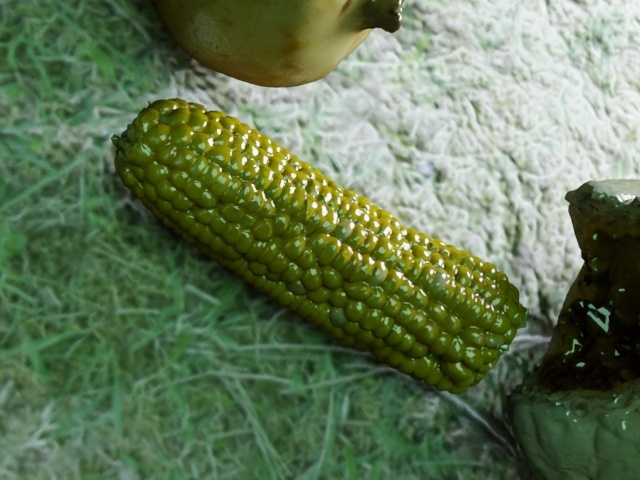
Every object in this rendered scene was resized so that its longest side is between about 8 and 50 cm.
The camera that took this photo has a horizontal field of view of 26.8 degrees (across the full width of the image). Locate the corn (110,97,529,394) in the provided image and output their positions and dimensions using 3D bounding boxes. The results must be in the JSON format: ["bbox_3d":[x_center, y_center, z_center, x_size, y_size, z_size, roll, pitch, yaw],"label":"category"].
[{"bbox_3d":[-0.002,0.004,0.908,0.313,0.102,0.102,30,69,-11],"label":"corn"}]

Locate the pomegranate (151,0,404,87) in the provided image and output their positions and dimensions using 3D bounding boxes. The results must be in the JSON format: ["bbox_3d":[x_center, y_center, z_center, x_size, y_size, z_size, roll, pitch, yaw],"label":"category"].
[{"bbox_3d":[-0.023,-0.192,0.894,0.196,0.196,0.196,5,77,-22],"label":"pomegranate"}]

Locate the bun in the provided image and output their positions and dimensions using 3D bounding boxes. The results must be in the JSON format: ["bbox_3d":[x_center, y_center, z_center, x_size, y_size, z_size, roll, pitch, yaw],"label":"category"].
[{"bbox_3d":[0.277,0.094,0.930,0.281,0.204,0.282,-7,102,-36],"label":"bun"}]
